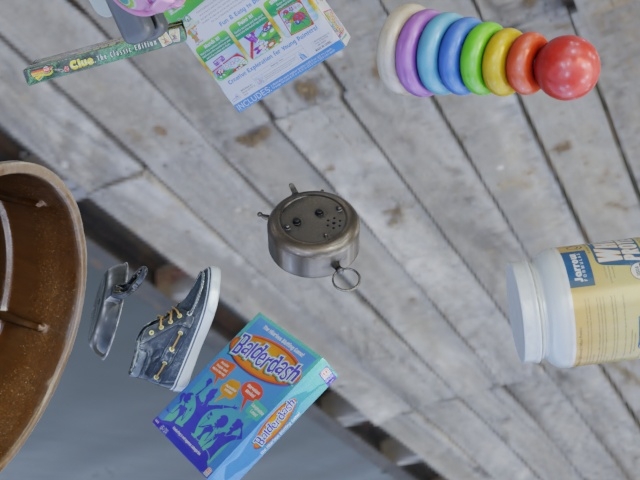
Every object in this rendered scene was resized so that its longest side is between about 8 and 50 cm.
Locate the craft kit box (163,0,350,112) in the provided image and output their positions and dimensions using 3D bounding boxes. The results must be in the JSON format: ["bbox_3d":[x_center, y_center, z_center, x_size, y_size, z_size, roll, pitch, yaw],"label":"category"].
[{"bbox_3d":[-0.118,-0.383,1.771,0.250,0.061,0.246,-27,115,27],"label":"craft kit box"}]

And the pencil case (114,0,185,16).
[{"bbox_3d":[-0.140,-0.376,1.135,0.124,0.284,0.124,21,147,15],"label":"pencil case"}]

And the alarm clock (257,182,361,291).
[{"bbox_3d":[0.000,0.000,1.407,0.129,0.192,0.064,-21,143,-18],"label":"alarm clock"}]

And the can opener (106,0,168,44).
[{"bbox_3d":[-0.258,-0.396,1.293,0.095,0.283,0.076,-20,-171,24],"label":"can opener"}]

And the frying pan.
[{"bbox_3d":[-0.395,0.136,1.932,0.053,0.197,0.326,14,176,-16],"label":"frying pan"}]

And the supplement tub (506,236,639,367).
[{"bbox_3d":[0.331,0.074,1.210,0.199,0.144,0.144,-7,146,2],"label":"supplement tub"}]

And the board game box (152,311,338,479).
[{"bbox_3d":[-0.101,0.208,1.336,0.210,0.160,0.047,-45,128,-13],"label":"board game box"}]

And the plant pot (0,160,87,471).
[{"bbox_3d":[-0.227,0.023,0.483,0.165,0.167,0.167,16,149,14],"label":"plant pot"}]

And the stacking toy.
[{"bbox_3d":[0.248,-0.260,1.472,0.330,0.141,0.141,16,162,37],"label":"stacking toy"}]

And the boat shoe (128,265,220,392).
[{"bbox_3d":[-0.199,0.114,1.395,0.083,0.183,0.065,18,-178,-18],"label":"boat shoe"}]

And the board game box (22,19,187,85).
[{"bbox_3d":[-0.345,-0.307,1.654,0.259,0.136,0.030,-16,110,-3],"label":"board game box"}]

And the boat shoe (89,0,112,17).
[{"bbox_3d":[-0.395,-0.499,1.774,0.078,0.070,0.219,-12,109,18],"label":"boat shoe"}]
